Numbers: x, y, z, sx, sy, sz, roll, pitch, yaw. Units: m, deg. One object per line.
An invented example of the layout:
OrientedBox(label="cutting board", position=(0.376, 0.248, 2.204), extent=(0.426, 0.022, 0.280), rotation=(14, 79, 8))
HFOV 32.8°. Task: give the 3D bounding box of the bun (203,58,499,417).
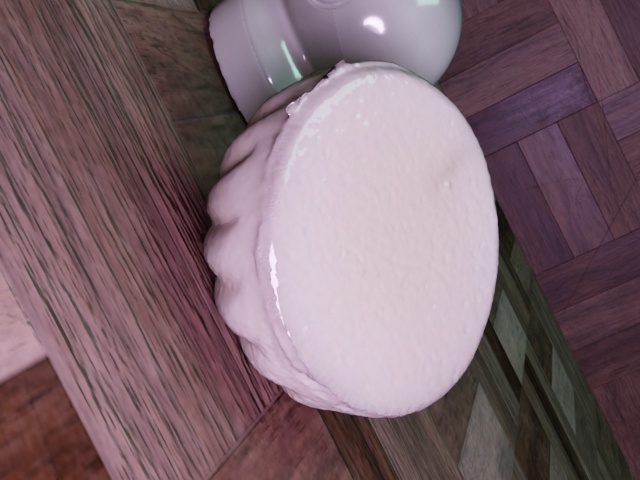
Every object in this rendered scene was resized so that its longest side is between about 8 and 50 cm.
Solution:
OrientedBox(label="bun", position=(0.000, 0.000, 0.829), extent=(0.263, 0.175, 0.263), rotation=(2, 87, -43))

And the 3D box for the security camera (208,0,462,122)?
OrientedBox(label="security camera", position=(0.029, -0.205, 1.089), extent=(0.194, 0.236, 0.195), rotation=(54, 21, -31))
